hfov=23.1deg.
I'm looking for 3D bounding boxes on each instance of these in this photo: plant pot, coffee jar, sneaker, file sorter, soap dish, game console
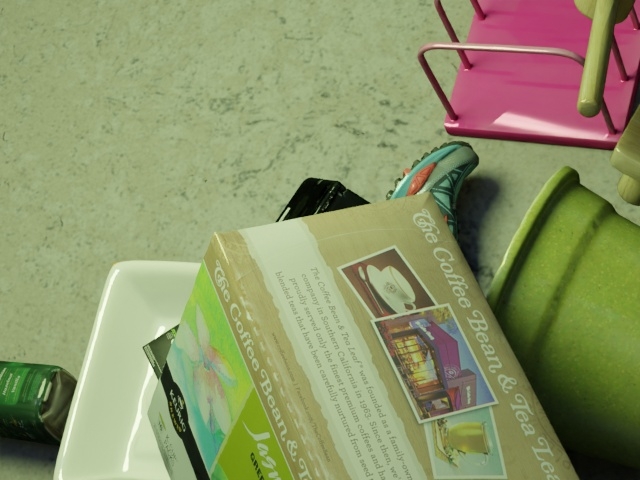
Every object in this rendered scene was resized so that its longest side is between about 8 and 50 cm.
[{"bbox_3d":[0.293,0.103,1.450,0.253,0.276,0.276,22,73,17],"label":"plant pot"},{"bbox_3d":[-0.361,0.175,1.734,0.184,0.096,0.079,4,63,22],"label":"coffee jar"},{"bbox_3d":[0.108,0.019,1.656,0.125,0.104,0.262,31,82,13],"label":"sneaker"},{"bbox_3d":[0.243,-0.275,1.691,0.202,0.182,0.291,7,67,24],"label":"file sorter"},{"bbox_3d":[-0.142,0.166,1.644,0.228,0.118,0.291,2,65,22],"label":"soap dish"},{"bbox_3d":[0.000,0.000,1.740,0.122,0.071,0.107,-56,30,-13],"label":"game console"}]

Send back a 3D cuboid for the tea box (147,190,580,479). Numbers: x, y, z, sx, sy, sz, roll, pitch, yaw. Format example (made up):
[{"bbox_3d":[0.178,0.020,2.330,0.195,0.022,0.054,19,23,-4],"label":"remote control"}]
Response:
[{"bbox_3d":[0.024,0.190,1.353,0.220,0.323,0.329,-11,59,-26],"label":"tea box"}]

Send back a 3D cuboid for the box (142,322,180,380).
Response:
[{"bbox_3d":[-0.122,0.114,1.555,0.083,0.062,0.052,-32,55,3],"label":"box"}]

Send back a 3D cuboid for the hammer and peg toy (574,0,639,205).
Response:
[{"bbox_3d":[0.378,-0.115,1.488,0.361,0.127,0.266,28,51,8],"label":"hammer and peg toy"}]
